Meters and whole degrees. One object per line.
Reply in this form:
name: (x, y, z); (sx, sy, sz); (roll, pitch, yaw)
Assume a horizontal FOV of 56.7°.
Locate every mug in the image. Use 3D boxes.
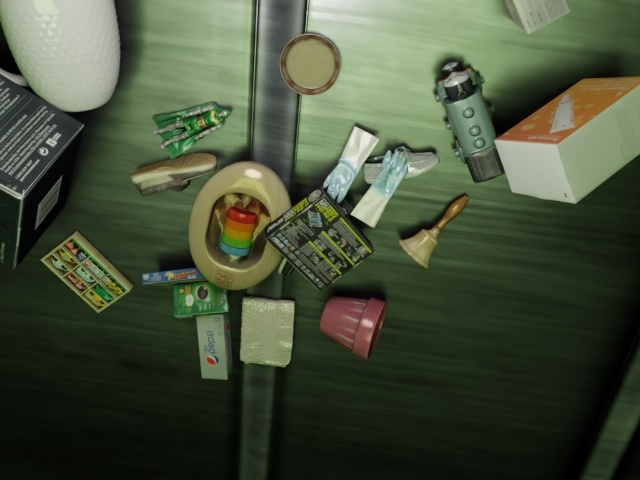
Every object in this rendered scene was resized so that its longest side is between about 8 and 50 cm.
mug: (-0.713, -0.518, 1.547); (0.374, 0.276, 0.328); (-3, 125, -5)

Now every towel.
towel: (-0.188, 0.323, 2.079); (0.187, 0.049, 0.282); (5, 118, 1)

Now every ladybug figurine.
ladybug figurine: (-0.242, -0.048, 1.823); (0.305, 0.162, 0.449); (19, 117, -6)

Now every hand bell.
hand bell: (0.367, -0.042, 1.821); (0.126, 0.126, 0.242); (39, 102, -15)

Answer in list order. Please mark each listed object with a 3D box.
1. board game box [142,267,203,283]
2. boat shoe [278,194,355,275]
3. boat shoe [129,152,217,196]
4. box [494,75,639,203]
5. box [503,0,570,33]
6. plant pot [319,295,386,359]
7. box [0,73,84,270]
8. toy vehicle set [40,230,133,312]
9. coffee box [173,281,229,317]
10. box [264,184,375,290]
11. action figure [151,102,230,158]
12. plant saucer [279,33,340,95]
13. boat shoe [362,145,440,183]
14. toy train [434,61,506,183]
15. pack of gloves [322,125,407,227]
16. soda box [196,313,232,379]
board game box: (-0.462, 0.121, 1.952); (0.201, 0.136, 0.035); (-7, 81, 9)
boat shoe: (-0.008, -0.004, 1.847); (0.113, 0.127, 0.340); (35, 106, 0)
boat shoe: (-0.437, -0.195, 1.803); (0.285, 0.102, 0.092); (-10, 122, 14)
box: (0.661, -0.265, 1.516); (0.345, 0.215, 0.168); (-35, 114, -16)
box: (0.512, -0.594, 1.445); (0.103, 0.203, 0.114); (-26, 114, 18)
plant pot: (0.103, 0.270, 1.955); (0.180, 0.201, 0.201); (17, 119, 13)
box: (-0.962, -0.226, 1.623); (0.472, 0.297, 0.480); (31, 144, -13)
toy vehicle set: (-0.795, 0.111, 2.028); (0.166, 0.035, 0.267); (-34, 110, 20)
coffee box: (-0.396, 0.197, 1.979); (0.184, 0.113, 0.040); (-7, 160, 1)
box: (0.000, 0.000, 1.750); (0.216, 0.060, 0.270); (-37, 123, 11)
action figure: (-0.371, -0.339, 1.742); (0.232, 0.063, 0.137); (-20, 111, 11)
plant saucer: (-0.028, -0.489, 1.647); (0.169, 0.029, 0.168); (2, 119, 4)
boat shoe: (0.230, -0.229, 1.732); (0.228, 0.079, 0.081); (-12, 120, 15)
toy train: (0.412, -0.316, 1.608); (0.142, 0.190, 0.333); (-20, 114, 14)
pack of gloves: (0.125, -0.181, 1.706); (0.195, 0.046, 0.232); (30, 102, 5)
soda box: (-0.371, 0.350, 2.085); (0.098, 0.091, 0.286); (3, 118, 4)
